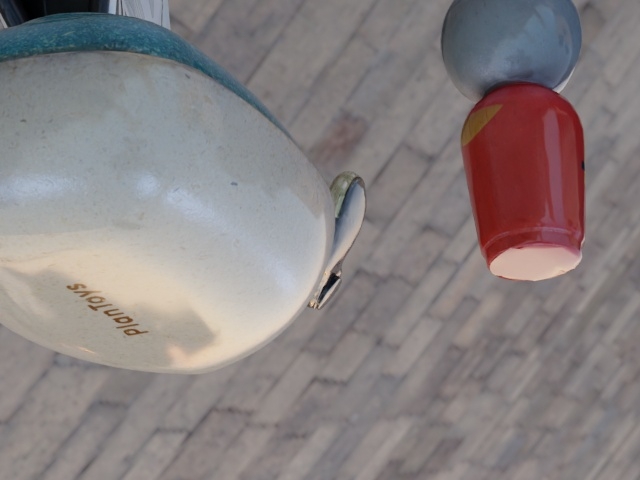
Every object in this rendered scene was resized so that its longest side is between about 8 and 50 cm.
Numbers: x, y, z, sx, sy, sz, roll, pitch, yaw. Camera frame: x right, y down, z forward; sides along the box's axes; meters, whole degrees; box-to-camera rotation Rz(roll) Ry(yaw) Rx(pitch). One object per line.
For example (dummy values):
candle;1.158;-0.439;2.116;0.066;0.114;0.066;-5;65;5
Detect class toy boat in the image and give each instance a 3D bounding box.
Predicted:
toy boat;-0.030;-0.038;0.711;0.267;0.318;0.148;60;25;-62

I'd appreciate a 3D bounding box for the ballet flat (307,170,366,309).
ballet flat;0.000;0.000;1.215;0.057;0.049;0.173;-46;165;-34

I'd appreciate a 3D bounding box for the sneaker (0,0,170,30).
sneaker;-0.207;-0.316;1.355;0.257;0.169;0.448;88;-2;-77
